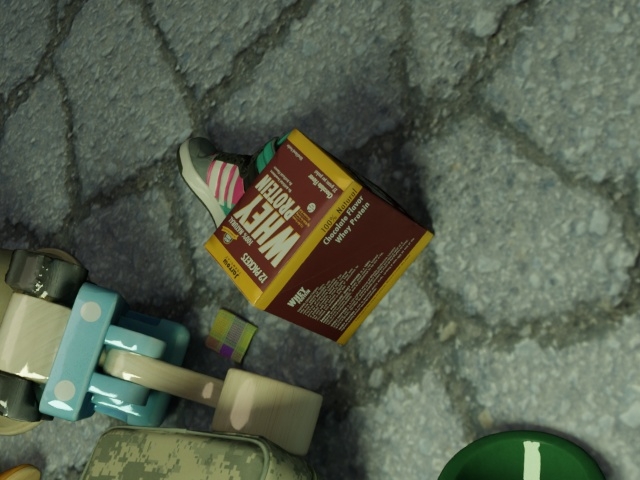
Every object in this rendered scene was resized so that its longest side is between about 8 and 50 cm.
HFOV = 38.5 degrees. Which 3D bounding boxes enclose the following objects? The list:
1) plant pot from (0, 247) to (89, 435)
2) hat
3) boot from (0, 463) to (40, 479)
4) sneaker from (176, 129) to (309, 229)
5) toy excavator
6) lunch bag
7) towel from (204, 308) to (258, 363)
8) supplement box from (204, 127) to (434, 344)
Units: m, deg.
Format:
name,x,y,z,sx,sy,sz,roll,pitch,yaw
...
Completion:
name,x,y,z,sx,sy,sz,roll,pitch,yaw
plant pot,-0.596,0.124,1.487,0.334,0.305,0.333,-15,62,32
hat,0.210,0.335,0.966,0.173,0.183,0.208,11,36,33
boot,-0.591,0.377,1.484,0.295,0.104,0.211,-42,64,19
sneaker,-0.091,-0.098,1.316,0.178,0.124,0.295,-45,51,13
toy excavator,-0.238,0.177,1.262,0.433,0.445,0.222,134,152,-78
lunch bag,-0.108,0.352,1.050,0.305,0.256,0.212,-7,57,37
towel,-0.130,0.137,1.320,0.083,0.009,0.060,20,83,40
supplement box,0.000,0.000,1.156,0.191,0.194,0.129,-51,50,8
